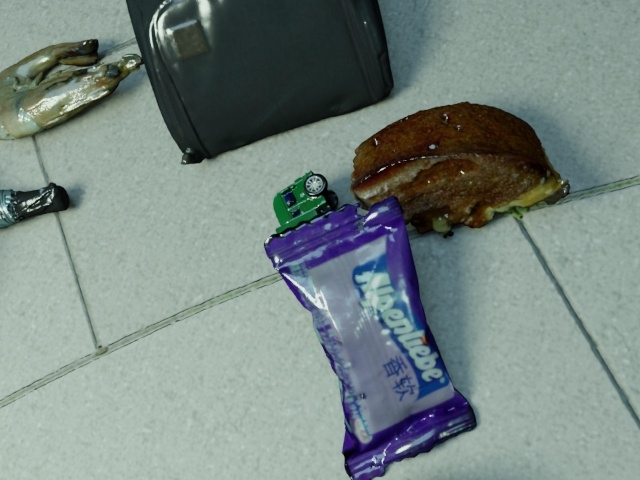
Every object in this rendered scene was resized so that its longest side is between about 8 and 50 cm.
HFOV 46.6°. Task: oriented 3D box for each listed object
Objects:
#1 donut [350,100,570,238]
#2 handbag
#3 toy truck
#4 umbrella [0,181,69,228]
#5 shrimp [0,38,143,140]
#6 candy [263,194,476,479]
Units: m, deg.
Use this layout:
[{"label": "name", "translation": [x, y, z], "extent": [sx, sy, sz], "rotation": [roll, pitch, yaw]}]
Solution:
[{"label": "donut", "translation": [0.144, -0.086, 0.796], "extent": [0.186, 0.144, 0.126], "rotation": [-29, 42, 28]}, {"label": "handbag", "translation": [-0.079, -0.260, 0.878], "extent": [0.301, 0.178, 0.275], "rotation": [-16, 67, 6]}, {"label": "toy truck", "translation": [0.000, 0.000, 0.828], "extent": [0.079, 0.065, 0.147], "rotation": [-25, 68, 6]}, {"label": "umbrella", "translation": [-0.437, -0.033, 0.941], "extent": [0.250, 0.053, 0.052], "rotation": [-9, 79, 8]}, {"label": "shrimp", "translation": [-0.343, -0.212, 0.984], "extent": [0.254, 0.059, 0.145], "rotation": [-24, 52, 10]}, {"label": "candy", "translation": [0.053, 0.099, 0.748], "extent": [0.145, 0.070, 0.275], "rotation": [-21, 95, -3]}]
